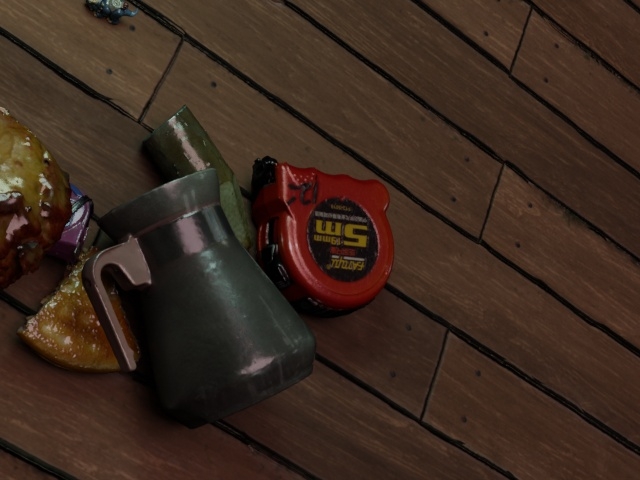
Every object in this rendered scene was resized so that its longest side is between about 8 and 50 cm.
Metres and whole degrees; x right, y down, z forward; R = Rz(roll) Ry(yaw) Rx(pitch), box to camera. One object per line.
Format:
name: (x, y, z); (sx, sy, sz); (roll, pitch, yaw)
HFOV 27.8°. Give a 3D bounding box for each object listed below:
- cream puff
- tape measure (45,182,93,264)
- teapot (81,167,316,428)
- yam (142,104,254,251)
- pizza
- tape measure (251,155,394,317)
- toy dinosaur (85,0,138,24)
cream puff: (-0.515, -0.040, 1.754); (0.350, 0.229, 0.350); (11, 37, -9)
tape measure: (-0.400, -0.029, 1.914); (0.118, 0.074, 0.125); (16, 50, -1)
teapot: (-0.191, 0.094, 1.919); (0.300, 0.253, 0.344); (-23, 86, -43)
yam: (-0.185, -0.085, 2.080); (0.106, 0.106, 0.259); (-37, 95, -36)
pizza: (-0.350, 0.106, 1.933); (0.201, 0.053, 0.193); (27, 61, -30)
tape measure: (0.000, 0.000, 2.167); (0.253, 0.114, 0.261); (8, 74, -32)
toy dinosaur: (-0.340, -0.380, 2.103); (0.083, 0.047, 0.031); (22, 62, -25)
